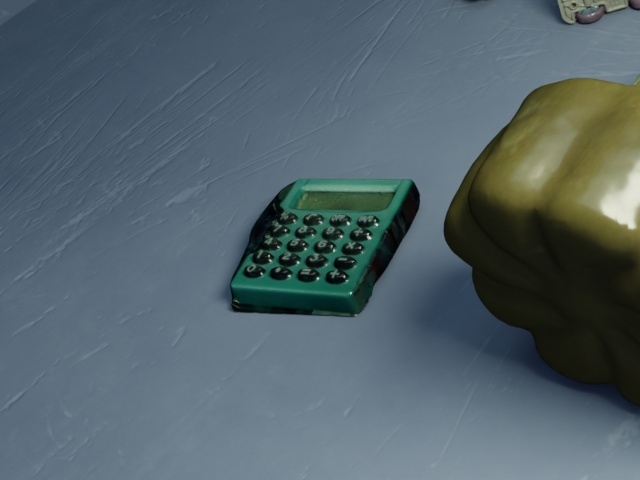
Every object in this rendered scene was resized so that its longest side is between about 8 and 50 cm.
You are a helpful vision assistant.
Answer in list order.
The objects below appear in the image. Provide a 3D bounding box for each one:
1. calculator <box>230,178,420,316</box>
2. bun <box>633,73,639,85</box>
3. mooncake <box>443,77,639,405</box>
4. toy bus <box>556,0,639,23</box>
[{"bbox_3d":[0.000,0.000,1.633,0.248,0.058,0.274,2,45,34],"label":"calculator"},{"bbox_3d":[0.536,-0.213,1.510,0.221,0.134,0.220,-17,38,13],"label":"bun"},{"bbox_3d":[0.319,0.014,1.168,0.378,0.378,0.200,14,57,42],"label":"mooncake"},{"bbox_3d":[0.502,-0.480,1.862,0.203,0.142,0.142,-13,38,18],"label":"toy bus"}]
